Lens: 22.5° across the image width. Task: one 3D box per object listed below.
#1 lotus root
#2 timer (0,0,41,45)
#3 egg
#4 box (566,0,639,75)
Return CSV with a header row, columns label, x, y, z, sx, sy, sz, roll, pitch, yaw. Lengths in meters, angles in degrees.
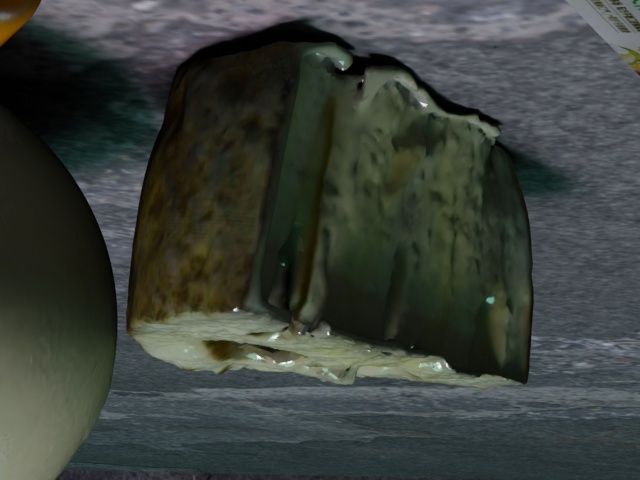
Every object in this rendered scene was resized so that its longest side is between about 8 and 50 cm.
label,x,y,z,sx,sy,sz,roll,pitch,yaw
lotus root,0.000,0.000,0.706,0.138,0.119,0.235,-4,166,29
timer,-0.079,-0.106,0.344,0.152,0.132,0.132,-27,155,20
egg,-0.196,0.033,0.685,0.219,0.219,0.269,8,-179,-18
box,0.096,-0.089,0.471,0.049,0.041,0.207,0,166,29
